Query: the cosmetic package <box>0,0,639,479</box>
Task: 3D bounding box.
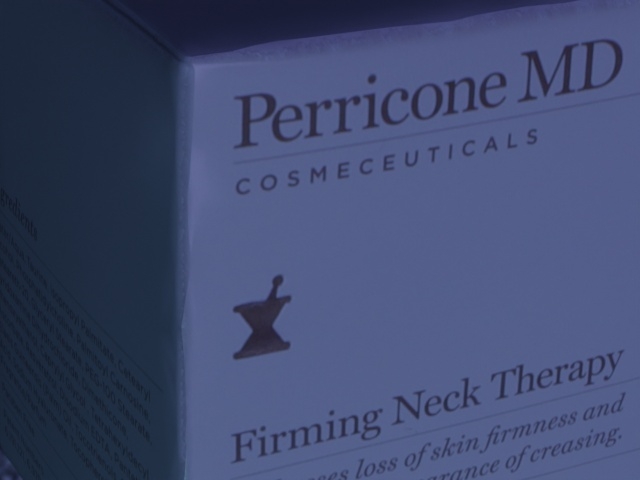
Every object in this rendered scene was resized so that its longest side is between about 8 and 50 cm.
[{"bbox_3d":[0.000,0.000,1.151,0.329,0.327,0.393,-11,118,-25],"label":"cosmetic package"}]
